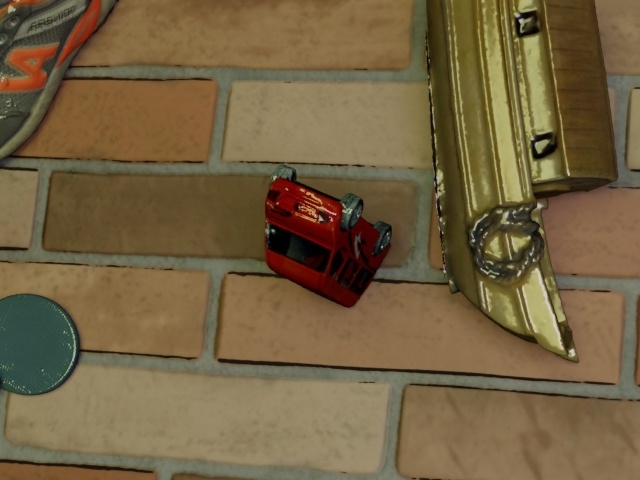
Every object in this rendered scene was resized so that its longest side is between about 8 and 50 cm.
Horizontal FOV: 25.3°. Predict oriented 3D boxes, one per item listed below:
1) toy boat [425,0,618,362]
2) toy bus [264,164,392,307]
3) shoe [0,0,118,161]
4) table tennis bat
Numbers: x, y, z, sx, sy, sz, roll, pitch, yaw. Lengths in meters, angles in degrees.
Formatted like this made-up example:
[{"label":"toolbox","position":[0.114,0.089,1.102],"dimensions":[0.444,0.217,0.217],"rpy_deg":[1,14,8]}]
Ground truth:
[{"label":"toy boat","position":[0.188,-0.109,1.315],"dimensions":[0.162,0.136,0.445],"rpy_deg":[-6,79,16]},{"label":"toy bus","position":[0.000,0.000,1.289],"dimensions":[0.081,0.195,0.089],"rpy_deg":[24,86,18]},{"label":"shoe","position":[-0.334,-0.209,1.435],"dimensions":[0.132,0.171,0.336],"rpy_deg":[35,86,18]},{"label":"table tennis bat","position":[-0.312,0.096,1.434],"dimensions":[0.155,0.019,0.100],"rpy_deg":[24,86,17]}]
